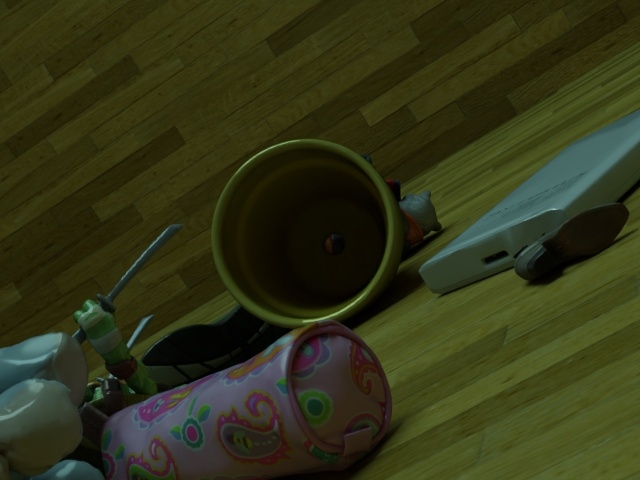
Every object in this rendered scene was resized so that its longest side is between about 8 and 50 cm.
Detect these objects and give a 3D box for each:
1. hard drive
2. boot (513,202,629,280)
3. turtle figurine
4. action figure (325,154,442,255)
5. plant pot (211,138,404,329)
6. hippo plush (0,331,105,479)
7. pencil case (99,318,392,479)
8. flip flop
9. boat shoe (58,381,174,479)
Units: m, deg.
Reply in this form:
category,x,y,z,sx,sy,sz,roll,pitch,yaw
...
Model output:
category,x,y,z,sx,sy,sz,roll,pitch,yaw
hard drive,0.298,-0.064,1.376,0.353,0.047,0.233,-36,6,-40
boot,0.240,-0.002,1.124,0.118,0.042,0.087,-31,2,6
turtle figurine,-0.275,0.146,1.297,0.266,0.274,0.198,-7,-8,-23
action figure,0.046,0.023,1.893,0.330,0.178,0.341,-26,-25,2
plant pot,0.000,0.000,1.626,0.254,0.254,0.239,-32,-10,8
hippo plush,-0.318,0.240,1.053,0.294,0.236,0.234,-6,29,19
pencil case,-0.072,0.164,0.983,0.284,0.124,0.124,-29,5,40
flip flop,-0.151,0.158,1.682,0.277,0.112,0.080,-32,0,-43
boat shoe,-0.285,0.270,1.423,0.098,0.109,0.302,-36,-4,34
